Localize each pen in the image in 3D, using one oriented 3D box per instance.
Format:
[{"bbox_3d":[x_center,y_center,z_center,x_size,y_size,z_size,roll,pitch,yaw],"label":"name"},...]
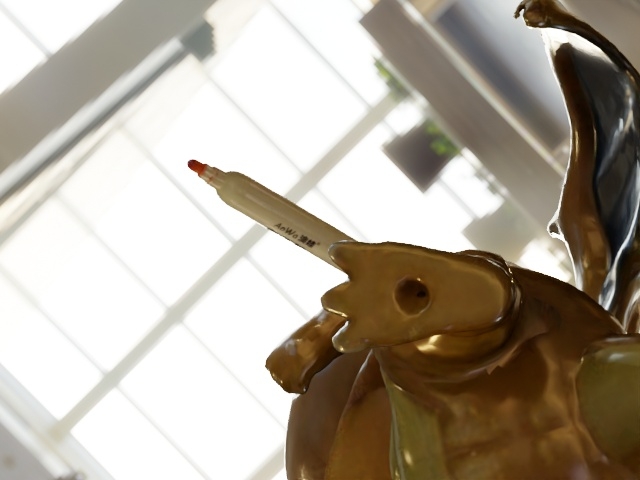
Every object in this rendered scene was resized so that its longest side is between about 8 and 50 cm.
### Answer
[{"bbox_3d":[0.000,0.000,0.964,0.218,0.026,0.026,31,-171,-30],"label":"pen"}]

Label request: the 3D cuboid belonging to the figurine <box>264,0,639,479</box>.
[{"bbox_3d":[0.130,0.132,0.747,0.401,0.268,0.387,57,-179,16],"label":"figurine"}]
